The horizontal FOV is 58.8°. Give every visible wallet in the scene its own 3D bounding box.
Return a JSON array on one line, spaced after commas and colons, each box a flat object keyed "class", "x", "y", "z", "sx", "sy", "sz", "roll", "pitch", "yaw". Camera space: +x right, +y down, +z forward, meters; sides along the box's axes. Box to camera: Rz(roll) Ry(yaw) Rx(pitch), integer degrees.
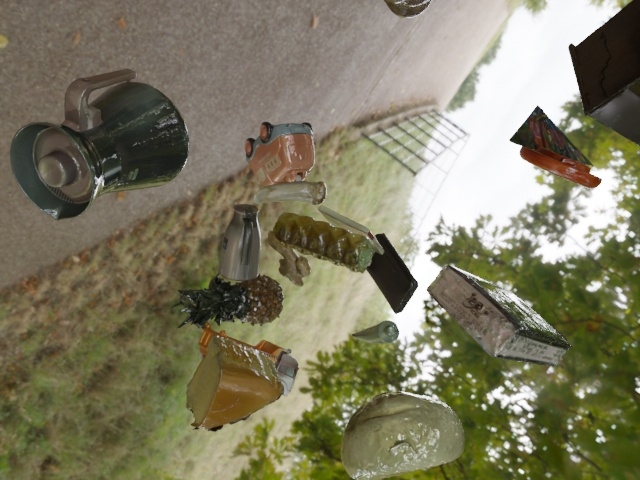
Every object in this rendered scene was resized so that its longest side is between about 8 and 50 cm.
[{"class": "wallet", "x": 0.209, "y": 0.095, "z": 1.770, "sx": 0.250, "sy": 0.044, "sz": 0.149, "roll": 61, "pitch": -41, "yaw": 36}]

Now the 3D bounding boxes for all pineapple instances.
[{"class": "pineapple", "x": -0.257, "y": 0.166, "z": 1.584, "sx": 0.365, "sy": 0.165, "sz": 0.165, "roll": 6, "pitch": 128, "yaw": -52}]

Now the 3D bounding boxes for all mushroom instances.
[{"class": "mushroom", "x": -0.087, "y": -0.131, "z": 1.615, "sx": 0.084, "sy": 0.209, "sz": 0.071, "roll": 149, "pitch": -62, "yaw": -88}]

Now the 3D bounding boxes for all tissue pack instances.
[{"class": "tissue pack", "x": 0.308, "y": 0.133, "z": 0.968, "sx": 0.073, "sy": 0.236, "sz": 0.173, "roll": -56, "pitch": -132, "yaw": 15}]

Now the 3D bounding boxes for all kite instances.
[{"class": "kite", "x": 0.623, "y": -0.287, "z": 1.557, "sx": 0.016, "sy": 0.321, "sz": 0.233, "roll": -41, "pitch": -134, "yaw": 51}]

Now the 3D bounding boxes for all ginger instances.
[{"class": "ginger", "x": -0.114, "y": 0.064, "z": 1.901, "sx": 0.059, "sy": 0.214, "sz": 0.133, "roll": -46, "pitch": -176, "yaw": -38}]

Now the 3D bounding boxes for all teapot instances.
[{"class": "teapot", "x": -0.458, "y": -0.217, "z": 1.230, "sx": 0.344, "sy": 0.254, "sz": 0.300, "roll": -53, "pitch": 163, "yaw": -59}]

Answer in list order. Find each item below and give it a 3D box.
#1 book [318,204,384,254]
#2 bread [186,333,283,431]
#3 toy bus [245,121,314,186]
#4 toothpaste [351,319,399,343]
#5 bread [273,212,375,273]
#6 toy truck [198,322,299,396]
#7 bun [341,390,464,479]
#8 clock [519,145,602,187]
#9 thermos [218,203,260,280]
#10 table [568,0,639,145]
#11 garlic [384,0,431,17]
[{"class": "book", "x": 0.092, "y": -0.027, "z": 1.630, "sx": 0.022, "sy": 0.162, "sz": 0.232, "roll": -59, "pitch": 159, "yaw": -6}, {"class": "bread", "x": -0.181, "y": 0.291, "z": 1.110, "sx": 0.160, "sy": 0.169, "sz": 0.140, "roll": -50, "pitch": -142, "yaw": 14}, {"class": "toy bus", "x": -0.133, "y": -0.296, "z": 2.057, "sx": 0.194, "sy": 0.231, "sz": 0.288, "roll": -11, "pitch": 168, "yaw": -35}, {"class": "toothpaste", "x": 0.130, "y": 0.212, "z": 1.275, "sx": 0.069, "sy": 0.047, "sz": 0.268, "roll": -18, "pitch": 169, "yaw": -11}, {"class": "bread", "x": 0.000, "y": 0.001, "z": 1.398, "sx": 0.087, "sy": 0.270, "sz": 0.098, "roll": -63, "pitch": 153, "yaw": -17}, {"class": "toy truck", "x": -0.183, "y": 0.308, "z": 1.453, "sx": 0.114, "sy": 0.271, "sz": 0.135, "roll": 10, "pitch": -107, "yaw": 54}, {"class": "bun", "x": 0.139, "y": 0.358, "z": 1.054, "sx": 0.244, "sy": 0.244, "sz": 0.153, "roll": -49, "pitch": -129, "yaw": 48}, {"class": "clock", "x": 0.587, "y": -0.185, "z": 1.390, "sx": 0.205, "sy": 0.205, "sz": 0.051, "roll": -72, "pitch": -175, "yaw": -73}, {"class": "thermos", "x": -0.197, "y": 0.005, "z": 1.458, "sx": 0.137, "sy": 0.105, "sz": 0.193, "roll": -120, "pitch": -142, "yaw": -63}, {"class": "table", "x": 0.672, "y": -0.337, "z": 1.053, "sx": 0.282, "sy": 0.251, "sz": 0.196, "roll": -41, "pitch": -143, "yaw": 50}, {"class": "garlic", "x": 0.146, "y": -0.549, "z": 1.082, "sx": 0.161, "sy": 0.245, "sz": 0.245, "roll": -36, "pitch": -171, "yaw": 12}]
